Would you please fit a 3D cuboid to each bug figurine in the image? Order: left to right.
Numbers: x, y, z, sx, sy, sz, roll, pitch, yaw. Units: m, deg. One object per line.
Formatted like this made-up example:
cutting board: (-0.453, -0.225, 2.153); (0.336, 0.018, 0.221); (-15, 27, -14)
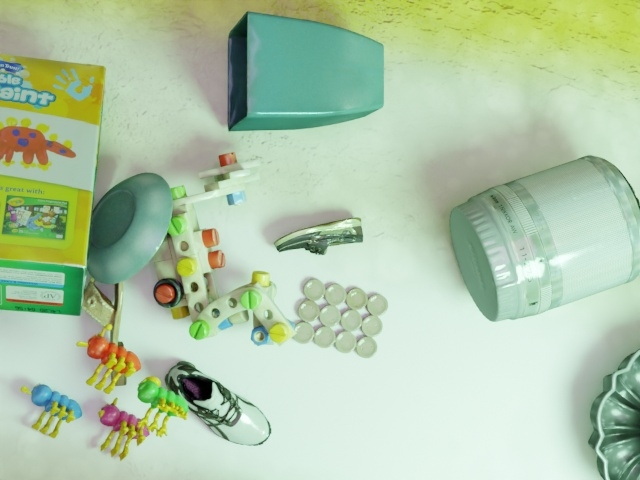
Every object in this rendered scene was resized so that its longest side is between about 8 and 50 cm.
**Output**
bug figurine: (-0.329, 0.242, 1.829); (0.216, 0.279, 0.072); (34, 44, -21)

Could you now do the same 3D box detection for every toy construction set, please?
toy construction set: (-0.163, 0.021, 1.874); (0.215, 0.151, 0.328); (-12, 80, 16)

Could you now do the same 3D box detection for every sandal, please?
sandal: (-0.354, 0.115, 1.876); (0.079, 0.088, 0.240); (-3, 92, -13)

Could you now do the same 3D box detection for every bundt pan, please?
bundt pan: (0.598, 0.319, 1.971); (0.330, 0.124, 0.331); (0, 87, -7)

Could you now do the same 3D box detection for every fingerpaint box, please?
fingerpaint box: (-0.558, -0.098, 1.740); (0.444, 0.163, 0.371); (5, 58, -11)

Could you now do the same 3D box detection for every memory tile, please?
memory tile: (0.033, 0.130, 1.963); (0.148, 0.012, 0.113); (14, 85, -6)

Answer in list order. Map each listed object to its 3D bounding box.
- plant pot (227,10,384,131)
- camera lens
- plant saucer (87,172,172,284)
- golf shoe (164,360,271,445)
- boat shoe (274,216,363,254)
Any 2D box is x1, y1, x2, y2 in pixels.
plant pot: (-0.022, -0.267, 1.908); (0.234, 0.165, 0.166); (0, 87, -15)
camera lens: (0.374, -0.003, 1.911); (0.274, 0.219, 0.219); (-18, 89, -8)
plant saucer: (-0.315, -0.027, 1.845); (0.037, 0.195, 0.195); (34, 81, -43)
golf shoe: (-0.165, 0.271, 1.890); (0.198, 0.094, 0.077); (33, 82, -6)
boat shoe: (0.000, 0.000, 1.944); (0.152, 0.056, 0.049); (-15, 84, -8)
